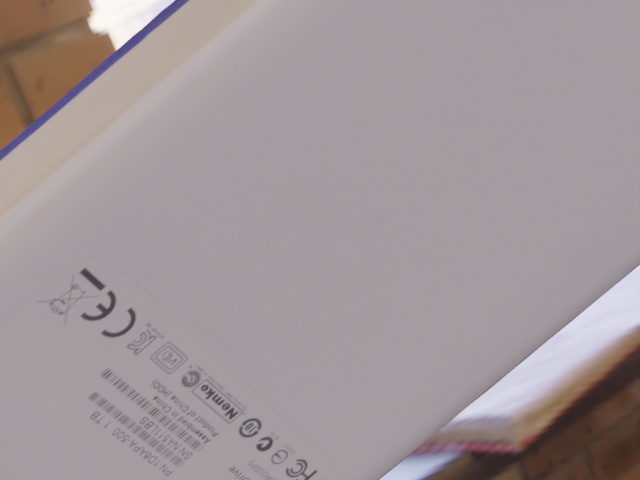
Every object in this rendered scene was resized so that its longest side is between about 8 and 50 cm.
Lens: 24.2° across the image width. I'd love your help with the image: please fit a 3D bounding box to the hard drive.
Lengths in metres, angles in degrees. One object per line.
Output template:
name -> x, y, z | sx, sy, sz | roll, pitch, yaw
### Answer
hard drive -> 0.000, 0.000, 0.524 | 0.319, 0.210, 0.040 | -40, 42, 2
